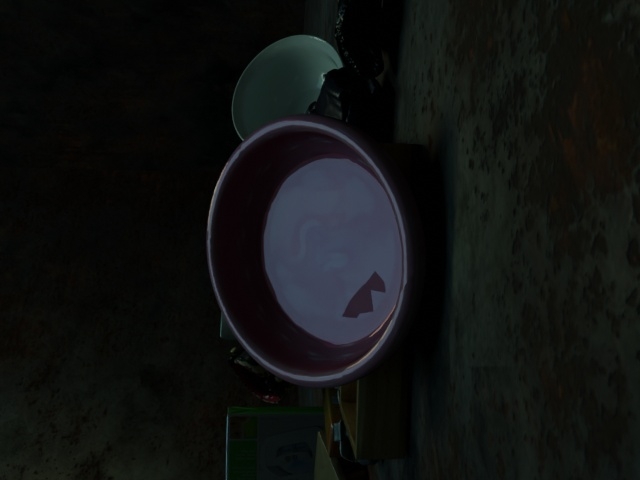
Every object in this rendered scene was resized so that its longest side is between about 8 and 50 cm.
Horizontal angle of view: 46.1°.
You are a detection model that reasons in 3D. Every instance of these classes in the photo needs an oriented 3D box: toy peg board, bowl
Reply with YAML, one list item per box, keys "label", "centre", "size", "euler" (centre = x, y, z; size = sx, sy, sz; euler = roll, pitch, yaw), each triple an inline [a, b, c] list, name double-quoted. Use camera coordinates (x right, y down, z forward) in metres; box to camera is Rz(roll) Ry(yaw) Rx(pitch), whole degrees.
- label: "toy peg board"
  centre: [0.052, 0.454, 1.384]
  size: [0.160, 0.079, 0.161]
  euler: [-119, 25, -48]
- label: "bowl"
  centre: [-0.048, -0.313, 1.745]
  size: [0.134, 0.298, 0.297]
  euler: [33, -129, -58]

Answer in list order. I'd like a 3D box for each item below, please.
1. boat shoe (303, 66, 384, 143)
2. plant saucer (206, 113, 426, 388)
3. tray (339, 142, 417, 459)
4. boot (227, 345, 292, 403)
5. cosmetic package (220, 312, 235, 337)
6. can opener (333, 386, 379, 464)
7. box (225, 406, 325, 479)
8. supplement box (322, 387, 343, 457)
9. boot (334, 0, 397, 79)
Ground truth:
- label: "boat shoe"
  centre: [0.041, -0.225, 1.273]
  size: [0.340, 0.127, 0.158]
  euler: [-118, 26, -61]
- label: "plant saucer"
  centre: [-0.003, 0.012, 0.933]
  size: [0.084, 0.332, 0.331]
  euler: [-8, -77, -50]
- label: "tray"
  centre: [0.077, 0.070, 1.054]
  size: [0.203, 0.076, 0.410]
  euler: [-125, 36, -81]
- label: "boot"
  centre: [-0.048, 0.131, 1.394]
  size: [0.284, 0.138, 0.377]
  euler: [-53, -15, -23]
- label: "cosmetic package"
  centre: [-0.099, 0.207, 1.870]
  size: [0.377, 0.285, 0.097]
  euler: [123, 148, -80]
- label: "can opener"
  centre: [0.072, 0.223, 1.240]
  size: [0.095, 0.076, 0.283]
  euler: [-19, 66, 51]
- label: "box"
  centre: [-0.066, 0.466, 1.561]
  size: [0.127, 0.262, 0.231]
  euler: [128, 143, -82]
- label: "supplement box"
  centre: [0.044, 0.290, 1.386]
  size: [0.233, 0.080, 0.078]
  euler: [-100, 13, -60]
- label: "boot"
  centre: [0.063, -0.385, 1.149]
  size: [0.207, 0.094, 0.246]
  euler: [-91, -3, -67]
